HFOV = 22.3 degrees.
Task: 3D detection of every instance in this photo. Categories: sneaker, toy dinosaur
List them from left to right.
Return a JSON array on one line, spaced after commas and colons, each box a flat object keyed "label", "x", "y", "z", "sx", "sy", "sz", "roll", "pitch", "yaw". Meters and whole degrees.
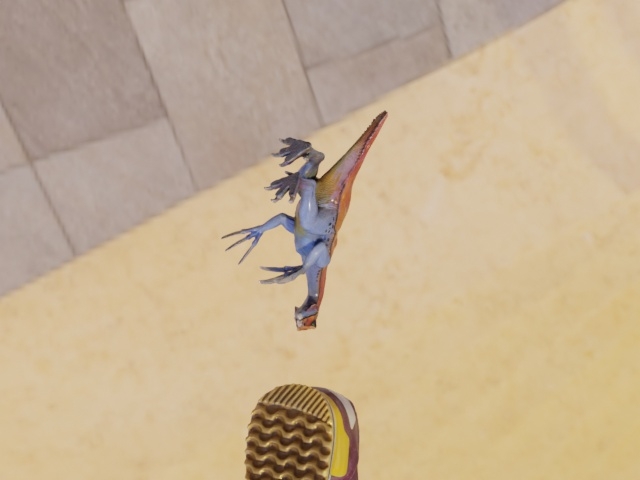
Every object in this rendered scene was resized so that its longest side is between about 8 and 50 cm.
[{"label": "sneaker", "x": -0.012, "y": 0.175, "z": 0.911, "sx": 0.070, "sy": 0.185, "sz": 0.084, "roll": 12, "pitch": 174, "yaw": 26}, {"label": "toy dinosaur", "x": 0.000, "y": 0.000, "z": 0.682, "sx": 0.090, "sy": 0.047, "sz": 0.082, "roll": -18, "pitch": 132, "yaw": 10}]
